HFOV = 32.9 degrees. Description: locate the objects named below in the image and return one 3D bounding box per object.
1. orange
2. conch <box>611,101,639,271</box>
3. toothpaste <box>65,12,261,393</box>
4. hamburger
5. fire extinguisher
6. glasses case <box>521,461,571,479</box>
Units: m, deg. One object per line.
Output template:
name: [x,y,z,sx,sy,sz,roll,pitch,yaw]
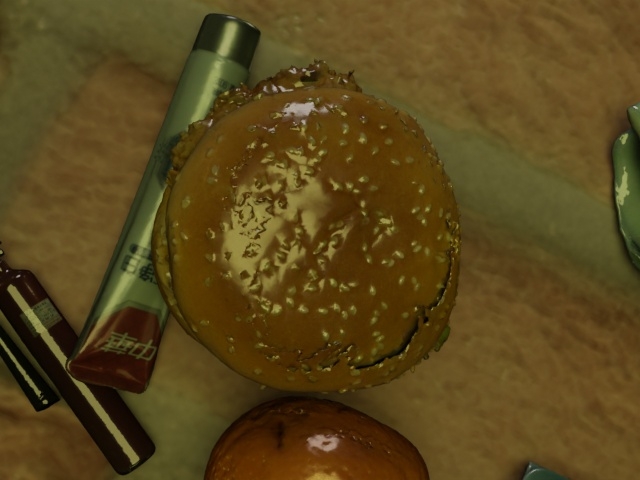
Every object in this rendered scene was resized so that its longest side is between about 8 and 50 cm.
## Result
orange: [-0.005,0.150,0.628,0.135,0.135,0.117,32,75,-4]
conch: [0.249,-0.010,0.696,0.180,0.088,0.065,46,42,3]
toothpaste: [-0.093,-0.023,0.667,0.062,0.039,0.239,23,85,-43]
hamburger: [-0.004,-0.008,0.626,0.182,0.118,0.191,6,88,-24]
fire extinguisher: [-0.168,0.072,0.669,0.049,0.035,0.173,-33,93,34]
glasses case: [0.229,0.239,0.654,0.266,0.056,0.105,24,88,11]
